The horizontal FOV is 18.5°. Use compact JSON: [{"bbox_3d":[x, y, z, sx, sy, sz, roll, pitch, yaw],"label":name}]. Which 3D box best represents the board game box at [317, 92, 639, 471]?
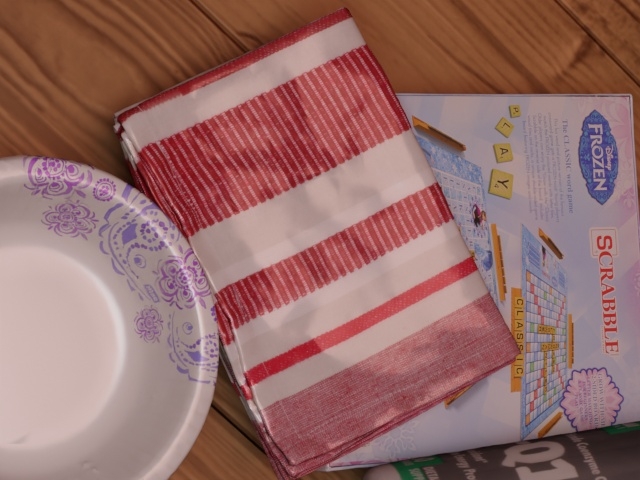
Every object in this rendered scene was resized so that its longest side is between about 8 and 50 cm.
[{"bbox_3d":[0.131,0.032,1.703,0.318,0.066,0.319,-1,85,-22],"label":"board game box"}]

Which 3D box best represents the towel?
[{"bbox_3d":[0.000,0.000,1.595,0.237,0.037,0.329,-27,93,-21],"label":"towel"}]

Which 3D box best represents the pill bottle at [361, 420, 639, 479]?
[{"bbox_3d":[0.224,0.257,1.607,0.361,0.204,0.204,-8,87,-10],"label":"pill bottle"}]

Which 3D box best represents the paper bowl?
[{"bbox_3d":[-0.231,0.084,1.500,0.284,0.148,0.284,3,84,-24],"label":"paper bowl"}]
